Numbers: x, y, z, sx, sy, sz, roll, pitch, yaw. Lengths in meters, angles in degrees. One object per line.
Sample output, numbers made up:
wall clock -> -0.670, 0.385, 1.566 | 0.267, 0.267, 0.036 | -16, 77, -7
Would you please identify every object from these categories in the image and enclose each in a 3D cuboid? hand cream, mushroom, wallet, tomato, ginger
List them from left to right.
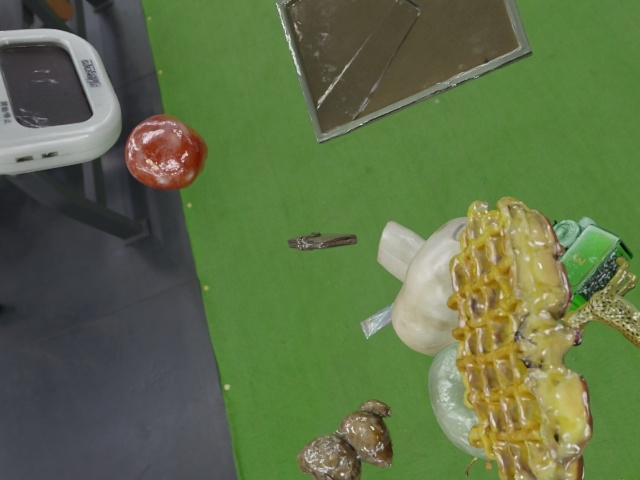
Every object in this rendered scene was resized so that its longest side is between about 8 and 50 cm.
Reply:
tomato -> -0.332, -0.200, 1.154 | 0.187, 0.151, 0.187 | -2, 25, 1
wallet -> 0.000, 0.000, 1.242 | 0.153, 0.118, 0.038 | 5, 103, 54
ginger -> 0.093, 0.650, 1.587 | 0.256, 0.176, 0.375 | 26, 61, 41
hand cream -> 0.214, 0.255, 1.741 | 0.174, 0.047, 0.076 | -36, 36, 11
mushroom -> 0.297, 0.112, 1.266 | 0.353, 0.353, 0.325 | 5, 65, 18

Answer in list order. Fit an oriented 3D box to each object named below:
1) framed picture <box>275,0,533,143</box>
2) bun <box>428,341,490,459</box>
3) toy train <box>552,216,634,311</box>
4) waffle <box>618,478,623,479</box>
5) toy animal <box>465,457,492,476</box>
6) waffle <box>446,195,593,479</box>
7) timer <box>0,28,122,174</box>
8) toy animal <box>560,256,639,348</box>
framed picture -> 0.077, -0.233, 0.565 | 0.250, 0.016, 0.184 | -19, 87, 29
bun -> 0.272, 0.255, 0.861 | 0.118, 0.195, 0.195 | -34, 57, 41
toy train -> 0.643, 0.062, 1.322 | 0.243, 0.132, 0.188 | -52, 34, 7
waffle -> 0.567, 0.500, 0.977 | 0.085, 0.016, 0.078 | -33, 93, -39
toy animal -> 0.499, 0.576, 1.504 | 0.255, 0.116, 0.114 | -37, 58, -8
waffle -> 0.202, 0.110, 0.551 | 0.065, 0.309, 0.283 | -5, 25, -5
timer -> -0.443, -0.213, 0.794 | 0.237, 0.087, 0.262 | -15, 62, -28
toy animal -> 0.489, 0.127, 0.806 | 0.136, 0.073, 0.181 | -48, 50, 0
